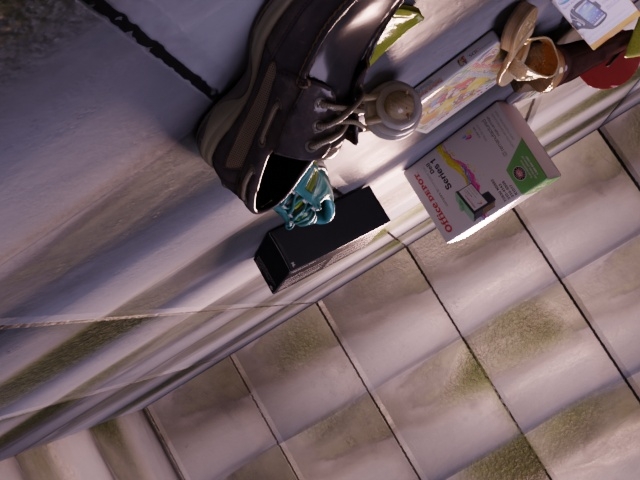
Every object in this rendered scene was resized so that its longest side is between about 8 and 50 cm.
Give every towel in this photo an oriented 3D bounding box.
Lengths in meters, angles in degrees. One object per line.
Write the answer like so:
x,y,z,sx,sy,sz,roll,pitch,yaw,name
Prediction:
0.015,-0.194,0.834,0.237,0.021,0.102,-38,169,37,towel

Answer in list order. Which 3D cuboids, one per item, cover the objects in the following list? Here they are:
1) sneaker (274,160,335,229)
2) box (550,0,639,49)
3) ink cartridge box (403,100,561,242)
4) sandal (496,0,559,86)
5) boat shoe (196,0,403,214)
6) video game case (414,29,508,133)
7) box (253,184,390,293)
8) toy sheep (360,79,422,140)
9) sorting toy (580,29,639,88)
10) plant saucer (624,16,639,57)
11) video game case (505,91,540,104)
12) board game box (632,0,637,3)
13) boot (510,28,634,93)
-0.038,-0.073,0.990,0.107,0.110,0.275,-23,172,20,sneaker
0.393,-0.348,1.011,0.136,0.028,0.081,33,126,-31,box
0.357,-0.149,1.570,0.278,0.201,0.117,-37,168,34,ink cartridge box
0.327,-0.279,1.072,0.088,0.079,0.240,-55,163,1,sandal
-0.005,-0.143,0.700,0.132,0.130,0.355,-24,169,-35,boat shoe
0.225,-0.254,1.161,0.206,0.026,0.227,-35,169,22,video game case
0.000,0.000,1.544,0.261,0.103,0.184,-26,172,-23,box
0.099,-0.181,0.981,0.091,0.091,0.132,-31,-176,-2,toy sheep
0.655,-0.450,1.354,0.365,0.127,0.126,-38,-162,24,sorting toy
0.632,-0.409,1.213,0.188,0.045,0.188,-16,130,-34,plant saucer
0.492,-0.352,1.500,0.143,0.019,0.157,-21,167,-45,video game case
0.459,-0.395,1.090,0.141,0.048,0.170,-39,167,31,board game box
0.455,-0.332,1.226,0.207,0.090,0.248,-23,-177,4,boot
